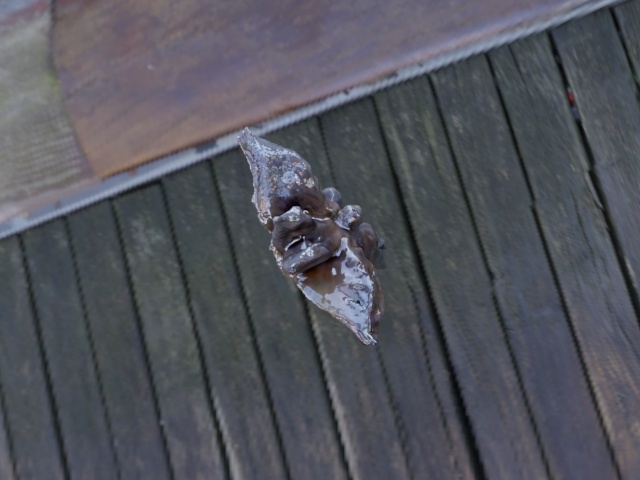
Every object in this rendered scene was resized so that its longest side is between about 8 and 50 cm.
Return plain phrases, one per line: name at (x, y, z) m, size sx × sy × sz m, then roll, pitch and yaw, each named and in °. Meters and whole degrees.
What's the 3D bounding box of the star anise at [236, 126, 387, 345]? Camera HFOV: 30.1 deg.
star anise at (-0.006, -0.010, 0.664) m, size 0.056 × 0.124 × 0.129 m, roll -34°, pitch 105°, yaw 17°
